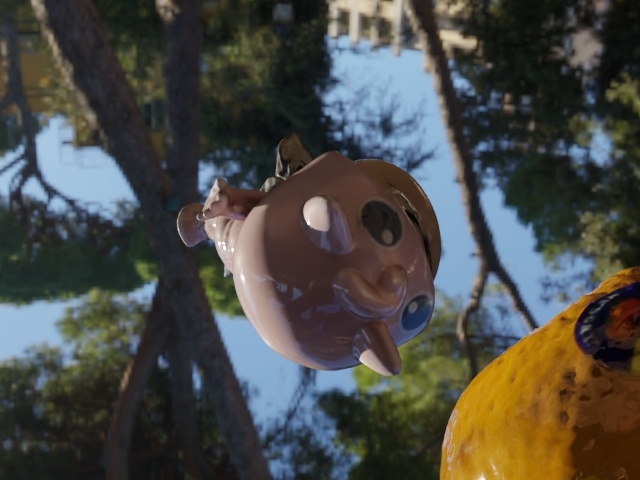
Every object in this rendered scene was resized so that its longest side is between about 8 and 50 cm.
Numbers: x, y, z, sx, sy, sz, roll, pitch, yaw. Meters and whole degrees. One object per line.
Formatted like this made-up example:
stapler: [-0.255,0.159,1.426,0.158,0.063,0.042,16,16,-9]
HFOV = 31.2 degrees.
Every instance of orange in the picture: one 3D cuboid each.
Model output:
orange: [0.136,0.092,0.473,0.178,0.155,0.177,-39,-178,2]

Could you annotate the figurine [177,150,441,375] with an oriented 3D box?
figurine: [0.000,0.000,0.900,0.186,0.176,0.287,-33,-169,-16]

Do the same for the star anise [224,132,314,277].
star anise: [-0.031,0.011,1.403,0.129,0.282,0.212,-14,178,-24]
